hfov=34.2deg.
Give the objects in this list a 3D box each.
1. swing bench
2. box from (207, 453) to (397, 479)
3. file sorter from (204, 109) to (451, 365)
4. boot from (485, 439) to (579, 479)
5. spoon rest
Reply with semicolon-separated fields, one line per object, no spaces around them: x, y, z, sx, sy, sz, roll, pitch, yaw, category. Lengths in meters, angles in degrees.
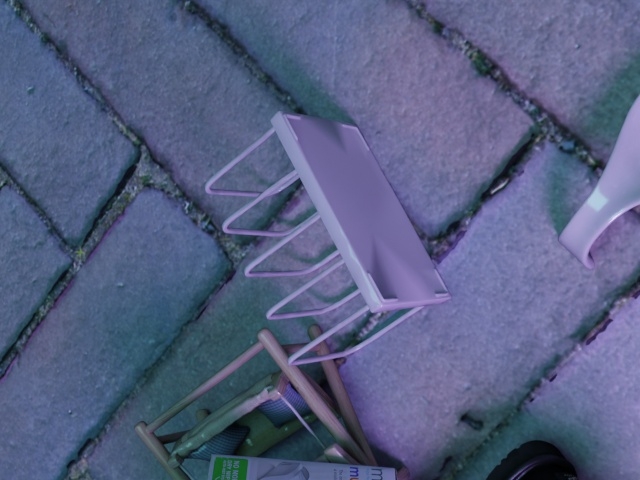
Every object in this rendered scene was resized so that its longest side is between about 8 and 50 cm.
-0.066;0.285;1.393;0.253;0.165;0.254;-39;72;21;swing bench
-0.031;0.402;1.280;0.231;0.126;0.262;6;123;-2;box
0.000;0.000;1.354;0.173;0.193;0.277;-35;72;26;file sorter
0.228;0.424;1.177;0.348;0.131;0.260;-60;30;13;boot
0.381;-0.082;1.209;0.137;0.084;0.276;46;110;22;spoon rest
